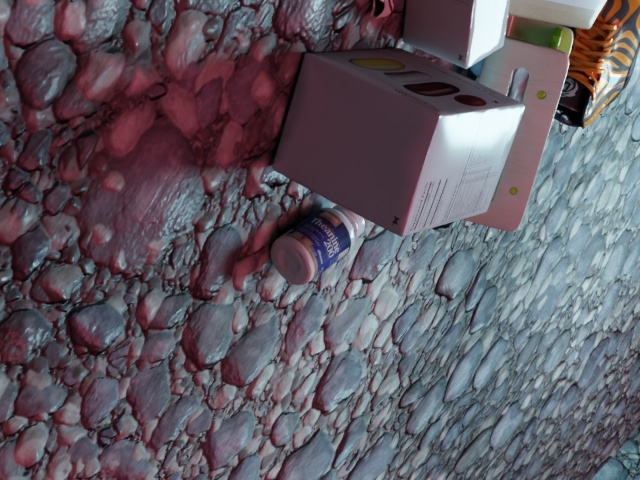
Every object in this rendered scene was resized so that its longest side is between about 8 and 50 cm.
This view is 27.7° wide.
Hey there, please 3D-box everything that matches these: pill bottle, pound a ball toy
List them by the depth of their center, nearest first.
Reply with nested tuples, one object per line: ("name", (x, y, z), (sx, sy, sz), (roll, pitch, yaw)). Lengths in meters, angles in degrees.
("pill bottle", (0.000, 0.000, 1.614), (0.120, 0.067, 0.067), (-36, 144, -38))
("pound a ball toy", (0.255, -0.164, 1.853), (0.208, 0.136, 0.319), (-63, 168, -61))

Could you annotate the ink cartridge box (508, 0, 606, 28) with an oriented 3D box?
("ink cartridge box", (0.312, -0.395, 1.637), (0.193, 0.088, 0.234), (1, 129, -38))

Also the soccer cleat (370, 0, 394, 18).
("soccer cleat", (0.076, -0.295, 1.506), (0.036, 0.029, 0.083), (-38, 149, -44))

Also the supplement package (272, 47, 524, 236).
("supplement package", (0.092, -0.123, 1.515), (0.203, 0.194, 0.149), (-15, 128, -54))

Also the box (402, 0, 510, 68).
("box", (0.167, -0.282, 1.589), (0.087, 0.101, 0.102), (-35, 141, -38))

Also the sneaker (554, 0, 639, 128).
("sneaker", (0.419, -0.285, 1.979), (0.180, 0.125, 0.321), (-49, 150, -23))
